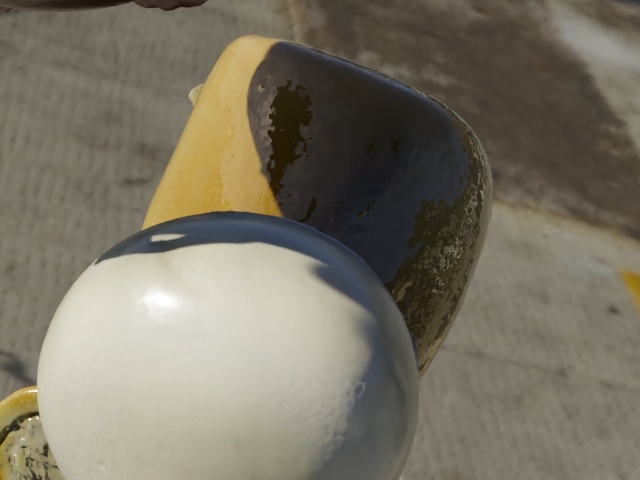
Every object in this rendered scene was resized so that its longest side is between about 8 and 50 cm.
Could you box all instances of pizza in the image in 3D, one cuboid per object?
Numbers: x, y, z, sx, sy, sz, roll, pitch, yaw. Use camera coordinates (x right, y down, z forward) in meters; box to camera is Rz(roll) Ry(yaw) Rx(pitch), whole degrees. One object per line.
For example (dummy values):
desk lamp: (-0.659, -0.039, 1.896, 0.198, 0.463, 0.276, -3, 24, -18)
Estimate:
pizza: (-0.338, 0.307, 1.978, 0.181, 0.262, 0.034, -16, 11, 17)

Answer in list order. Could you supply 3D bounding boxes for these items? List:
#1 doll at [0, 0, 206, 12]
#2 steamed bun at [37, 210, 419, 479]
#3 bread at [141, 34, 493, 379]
doll: (-0.098, -0.147, 0.643, 0.262, 0.211, 0.093, 21, 53, -65)
steamed bun: (-0.080, 0.136, 1.315, 0.324, 0.324, 0.206, 22, 34, 3)
bread: (0.000, 0.000, 1.690, 0.348, 0.376, 0.253, 25, 0, -20)
